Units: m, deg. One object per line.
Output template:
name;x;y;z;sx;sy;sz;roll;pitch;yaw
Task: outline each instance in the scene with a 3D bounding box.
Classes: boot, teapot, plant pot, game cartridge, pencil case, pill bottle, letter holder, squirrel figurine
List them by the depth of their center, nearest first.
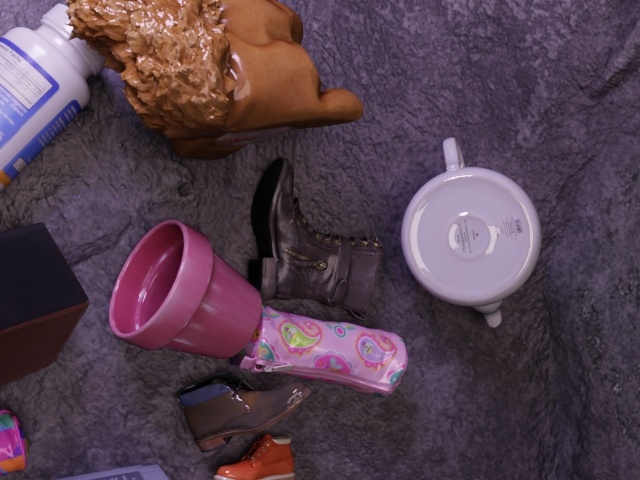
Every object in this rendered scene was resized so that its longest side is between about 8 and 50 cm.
letter holder;-0.520;0.125;1.254;0.302;0.214;0.152;-19;67;-42
game cartridge;-0.310;0.389;1.283;0.198;0.297;0.062;-10;91;-18
squirrel figurine;-0.169;-0.329;1.283;0.397;0.281;0.370;-7;85;-58
pill bottle;-0.439;-0.214;1.301;0.152;0.152;0.272;44;77;-15
pencil case;-0.555;0.320;1.304;0.236;0.104;0.104;-11;95;-20
plant pot;-0.200;0.094;1.380;0.180;0.201;0.201;32;81;-33
boot;-0.129;0.253;1.419;0.219;0.082;0.106;-28;99;15
boot;-0.109;0.364;1.466;0.158;0.059;0.084;4;86;-43
pencil case;-0.001;0.187;1.474;0.284;0.124;0.124;14;87;-21
boot;0.000;0.000;1.501;0.229;0.091;0.263;5;94;-24
teapot;0.261;-0.012;1.536;0.252;0.187;0.256;32;98;10
